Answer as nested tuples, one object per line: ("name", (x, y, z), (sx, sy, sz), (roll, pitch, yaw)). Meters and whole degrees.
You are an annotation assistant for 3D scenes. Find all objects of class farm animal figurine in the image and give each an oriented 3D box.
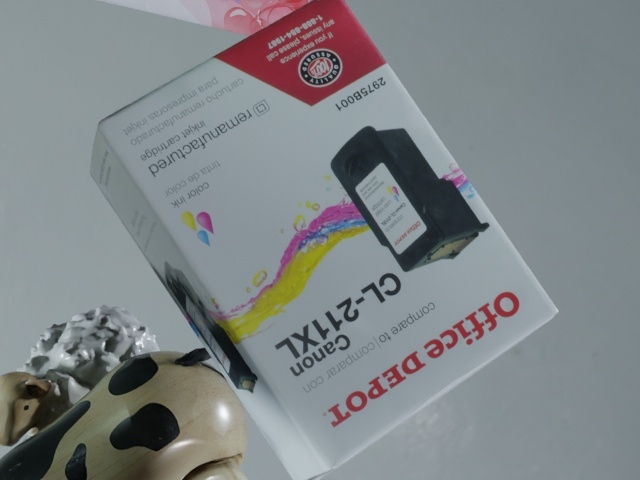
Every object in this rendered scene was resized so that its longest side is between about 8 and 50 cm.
("farm animal figurine", (-0.154, 0.178, 0.759), (0.330, 0.172, 0.327), (22, 59, 45))

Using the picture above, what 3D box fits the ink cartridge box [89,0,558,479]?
("ink cartridge box", (0.000, 0.000, 0.610), (0.127, 0.072, 0.175), (-33, 83, -18))

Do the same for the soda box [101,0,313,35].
("soda box", (-0.119, -0.230, 1.059), (0.263, 0.092, 0.083), (14, 43, 11))
